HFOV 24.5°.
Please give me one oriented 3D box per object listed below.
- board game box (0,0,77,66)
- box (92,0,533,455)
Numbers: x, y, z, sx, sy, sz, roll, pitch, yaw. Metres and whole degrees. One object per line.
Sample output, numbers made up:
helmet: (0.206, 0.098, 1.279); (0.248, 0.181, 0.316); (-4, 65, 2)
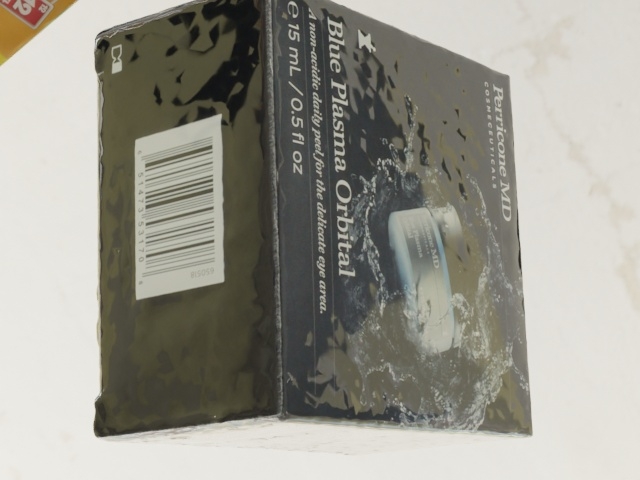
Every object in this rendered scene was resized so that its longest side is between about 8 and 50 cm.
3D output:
board game box: (-0.067, -0.180, 0.640); (0.259, 0.124, 0.039); (-40, -59, 10)
box: (0.000, 0.000, 0.569); (0.093, 0.156, 0.158); (-12, -15, 38)
